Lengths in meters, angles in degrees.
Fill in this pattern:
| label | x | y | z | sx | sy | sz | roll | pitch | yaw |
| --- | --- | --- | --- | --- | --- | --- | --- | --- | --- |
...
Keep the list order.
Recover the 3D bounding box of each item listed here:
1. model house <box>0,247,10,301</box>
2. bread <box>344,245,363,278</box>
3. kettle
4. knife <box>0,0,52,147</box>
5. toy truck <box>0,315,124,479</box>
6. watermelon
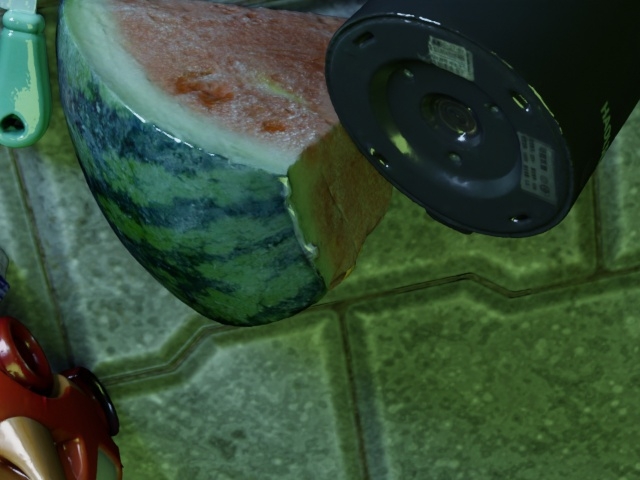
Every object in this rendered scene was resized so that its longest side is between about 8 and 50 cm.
| label | x | y | z | sx | sy | sz | roll | pitch | yaw |
| --- | --- | --- | --- | --- | --- | --- | --- | --- | --- |
| model house | -0.318 | 0.028 | 1.220 | 0.088 | 0.100 | 0.100 | -36 | 119 | 8 |
| bread | 0.000 | 0.000 | 1.299 | 0.083 | 0.046 | 0.081 | -18 | 114 | 1 |
| kettle | 0.185 | -0.155 | 1.099 | 0.308 | 0.203 | 0.262 | -50 | 123 | -28 |
| knife | -0.242 | -0.200 | 1.161 | 0.063 | 0.034 | 0.260 | 5 | 110 | -1 |
| toy truck | -0.266 | 0.215 | 1.226 | 0.189 | 0.239 | 0.265 | -31 | 147 | 6 |
| watermelon | -0.067 | -0.099 | 1.158 | 0.250 | 0.283 | 0.292 | 35 | 80 | -40 |
